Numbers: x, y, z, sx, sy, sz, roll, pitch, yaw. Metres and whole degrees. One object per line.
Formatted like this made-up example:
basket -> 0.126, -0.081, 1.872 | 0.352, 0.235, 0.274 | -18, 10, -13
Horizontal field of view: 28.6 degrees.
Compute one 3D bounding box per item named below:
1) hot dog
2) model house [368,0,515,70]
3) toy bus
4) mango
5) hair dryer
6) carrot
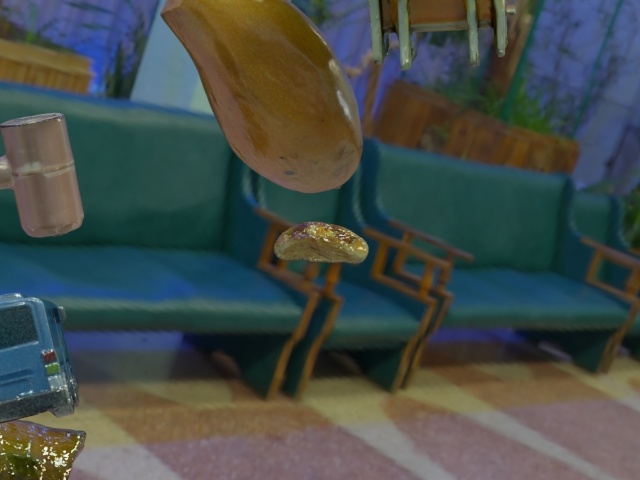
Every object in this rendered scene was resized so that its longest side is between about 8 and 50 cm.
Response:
hot dog -> 0.000, 0.000, 1.181 | 0.090, 0.034, 0.030 | 2, 39, 12
model house -> 0.147, -0.345, 1.321 | 0.243, 0.312, 0.357 | -3, -32, 6
toy bus -> -0.313, 0.121, 1.279 | 0.116, 0.133, 0.234 | -14, -1, -9
mango -> -0.057, -0.182, 1.475 | 0.187, 0.144, 0.359 | 11, -31, 31
hair dryer -> -0.562, -0.083, 2.005 | 0.344, 0.189, 0.107 | -10, 14, -6
carrot -> -0.506, 0.351, 1.737 | 0.341, 0.241, 0.241 | 9, 15, -19
